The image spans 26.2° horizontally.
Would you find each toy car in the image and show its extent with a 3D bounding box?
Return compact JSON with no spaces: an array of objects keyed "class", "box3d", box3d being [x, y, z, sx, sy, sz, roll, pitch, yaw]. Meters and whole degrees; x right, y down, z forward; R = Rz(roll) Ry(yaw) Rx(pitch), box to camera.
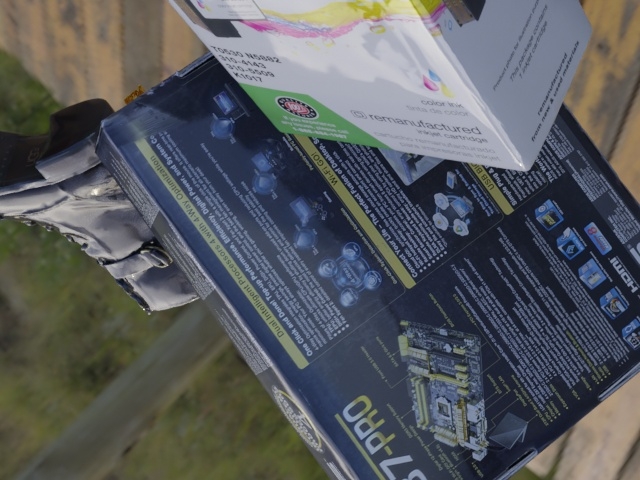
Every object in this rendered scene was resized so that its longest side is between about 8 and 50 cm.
[{"class":"toy car","box3d":[-0.209,-0.133,1.741,0.122,0.040,0.060,58,-174,25]}]

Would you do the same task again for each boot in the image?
[{"class":"boot","box3d":[-0.214,-0.006,1.259,0.263,0.091,0.229,-14,133,30]}]

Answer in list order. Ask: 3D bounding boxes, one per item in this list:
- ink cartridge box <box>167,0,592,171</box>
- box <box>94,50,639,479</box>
[{"class":"ink cartridge box","box3d":[0.008,-0.170,0.792,0.201,0.117,0.278,13,158,37]},{"class":"box","box3d":[0.067,-0.009,1.070,0.395,0.318,0.097,53,162,1]}]
